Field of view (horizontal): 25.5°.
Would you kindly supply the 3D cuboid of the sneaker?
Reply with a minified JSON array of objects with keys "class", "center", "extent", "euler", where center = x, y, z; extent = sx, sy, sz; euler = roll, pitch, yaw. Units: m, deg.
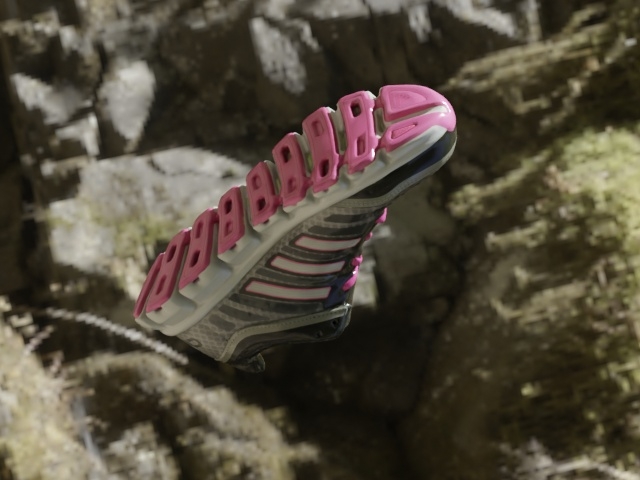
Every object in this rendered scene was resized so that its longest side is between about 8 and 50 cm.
[{"class":"sneaker","center":[0.000,0.000,0.622],"extent":[0.075,0.170,0.063],"euler":[42,22,-27]}]
